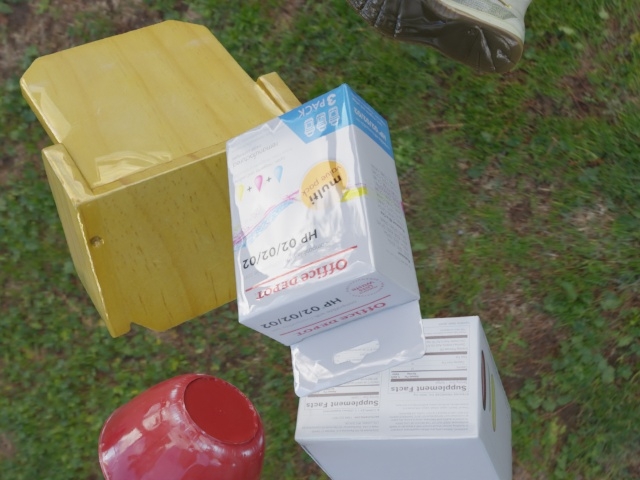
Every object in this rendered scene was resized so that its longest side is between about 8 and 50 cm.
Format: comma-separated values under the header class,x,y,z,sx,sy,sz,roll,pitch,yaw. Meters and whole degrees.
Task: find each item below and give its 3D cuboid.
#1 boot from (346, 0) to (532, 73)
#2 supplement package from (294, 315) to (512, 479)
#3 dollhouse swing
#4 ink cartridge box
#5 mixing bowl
class,x,y,z,sx,sy,sz,roll,pitch,yaw
boot,0.131,-0.281,0.952,0.213,0.165,0.077,26,140,-1
supplement package,0.113,0.219,1.057,0.204,0.262,0.145,-5,56,18
dollhouse swing,-0.227,-0.105,1.289,0.305,0.346,0.315,40,145,44
ink cartridge box,0.000,0.000,0.586,0.104,0.061,0.181,-23,58,25
mixing bowl,-0.125,0.206,0.913,0.181,0.181,0.098,47,120,18
